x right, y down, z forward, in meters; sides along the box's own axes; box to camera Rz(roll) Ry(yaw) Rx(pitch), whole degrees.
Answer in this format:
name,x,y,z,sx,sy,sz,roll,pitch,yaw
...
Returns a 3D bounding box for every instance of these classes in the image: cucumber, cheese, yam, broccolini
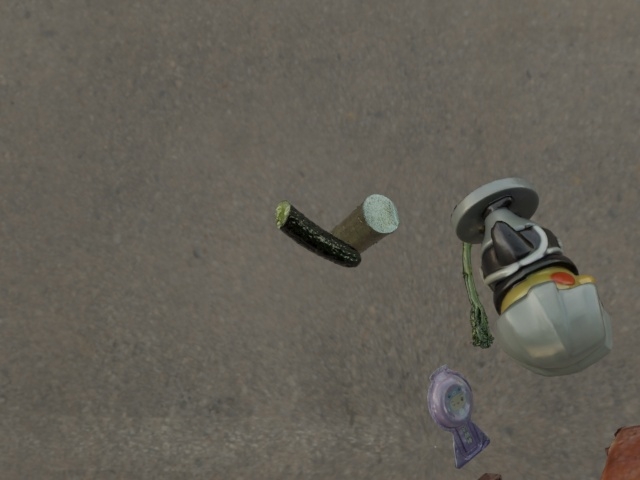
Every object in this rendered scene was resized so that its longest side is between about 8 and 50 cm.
name,x,y,z,sx,sy,sz,roll,pitch,yaw
cucumber,0.000,0.000,1.339,0.052,0.215,0.058,0,63,52
cheese,0.256,0.325,1.331,0.105,0.042,0.191,-30,102,-27
yam,0.083,-0.018,1.570,0.093,0.259,0.093,7,70,-20
broccolini,0.339,0.118,1.556,0.054,0.051,0.239,-9,81,7

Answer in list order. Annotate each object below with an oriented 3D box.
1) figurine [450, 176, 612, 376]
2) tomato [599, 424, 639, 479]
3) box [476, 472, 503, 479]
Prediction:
name,x,y,z,sx,sy,sz,roll,pitch,yaw
figurine,0.261,0.054,0.871,0.133,0.176,0.236,-31,53,16
tomato,0.330,0.253,0.418,0.338,0.144,0.338,18,52,-24
box,0.263,0.506,1.102,0.086,0.215,0.215,-8,93,42
